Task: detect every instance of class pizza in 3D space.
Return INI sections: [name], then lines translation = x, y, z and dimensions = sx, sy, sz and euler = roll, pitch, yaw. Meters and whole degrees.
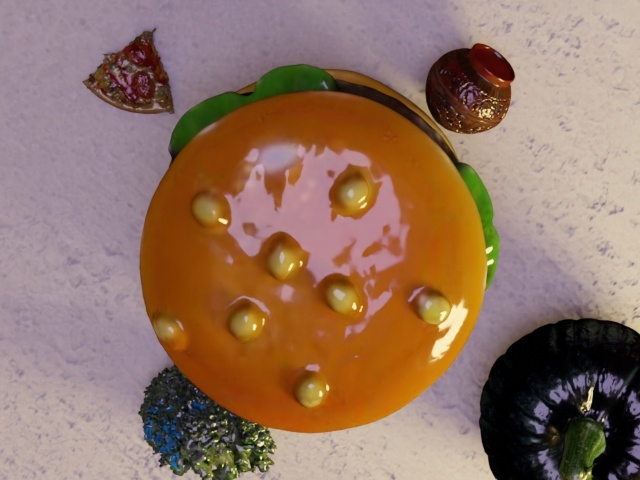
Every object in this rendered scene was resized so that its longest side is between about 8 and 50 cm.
[pizza]
translation = -0.223, -0.183, 1.698
dimensions = 0.099, 0.029, 0.100
euler = -11, 103, 5

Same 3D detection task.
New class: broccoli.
[broccoli]
translation = -0.131, 0.221, 1.750
dimensions = 0.167, 0.155, 0.160
euler = -6, 148, 10

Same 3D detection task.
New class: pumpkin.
[pumpkin]
translation = 0.299, 0.214, 1.670
dimensions = 0.248, 0.248, 0.248
euler = 0, 104, 1

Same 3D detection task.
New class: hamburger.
[hamburger]
translation = 0.000, 0.000, 1.610
dimensions = 0.395, 0.277, 0.396
euler = 0, 105, 1

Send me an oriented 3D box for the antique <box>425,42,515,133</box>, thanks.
[antique]
translation = 0.164, -0.165, 1.657
dimensions = 0.104, 0.104, 0.104
euler = 0, 104, 1
